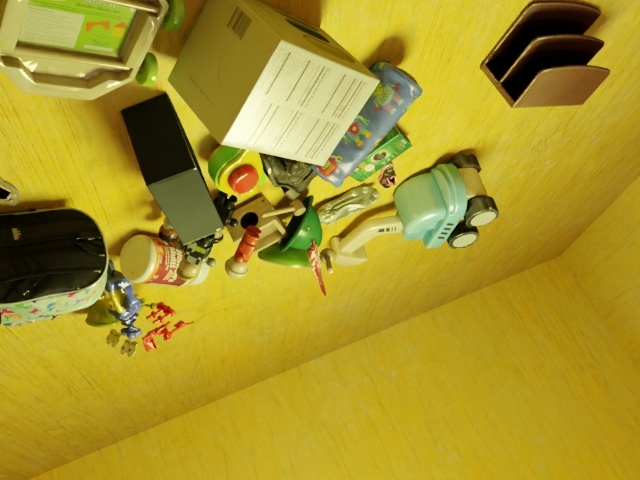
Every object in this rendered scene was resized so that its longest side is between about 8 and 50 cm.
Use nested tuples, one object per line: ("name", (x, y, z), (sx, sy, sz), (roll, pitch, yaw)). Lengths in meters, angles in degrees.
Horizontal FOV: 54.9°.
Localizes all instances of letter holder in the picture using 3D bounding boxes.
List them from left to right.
("letter holder", (0.595, -0.463, 1.539), (0.301, 0.152, 0.214), (-10, 150, -34))

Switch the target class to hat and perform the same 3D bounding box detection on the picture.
("hat", (0.000, 0.000, 1.744), (0.183, 0.173, 0.208), (29, 126, -13))

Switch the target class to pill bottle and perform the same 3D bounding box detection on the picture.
("pill bottle", (-0.398, 0.058, 1.600), (0.121, 0.121, 0.221), (-37, 155, 22))

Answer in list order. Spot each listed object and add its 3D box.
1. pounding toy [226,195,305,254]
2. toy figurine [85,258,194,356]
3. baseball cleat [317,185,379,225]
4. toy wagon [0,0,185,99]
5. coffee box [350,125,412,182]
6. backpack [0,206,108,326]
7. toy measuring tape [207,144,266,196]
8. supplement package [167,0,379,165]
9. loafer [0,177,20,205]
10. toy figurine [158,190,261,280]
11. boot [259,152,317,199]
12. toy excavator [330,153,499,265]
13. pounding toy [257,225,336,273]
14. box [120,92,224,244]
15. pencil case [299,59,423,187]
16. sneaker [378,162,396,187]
("pounding toy", (-0.147, -0.068, 1.637), (0.206, 0.094, 0.181), (-29, 158, 3))
("toy figurine", (-0.520, 0.136, 1.636), (0.191, 0.217, 0.362), (-29, -155, -33))
("baseball cleat", (0.076, -0.105, 1.859), (0.206, 0.072, 0.109), (-19, 172, -13))
("toy wagon", (-0.334, -0.343, 0.895), (0.267, 0.068, 0.344), (-4, 148, -43))
("coffee box", (0.152, -0.235, 1.678), (0.184, 0.040, 0.113), (-35, 156, 19))
("backpack", (-0.569, 0.051, 1.268), (0.253, 0.225, 0.191), (-14, 155, -23))
("toy measuring tape", (-0.198, -0.193, 1.314), (0.121, 0.121, 0.330), (-24, 148, -7))
("supplement package", (-0.080, -0.282, 1.084), (0.262, 0.199, 0.198), (3, 129, -50))
("loafer", (-0.605, -0.093, 1.161), (0.045, 0.039, 0.125), (-24, 157, -9))
("toy figurine", (-0.271, -0.008, 1.480), (0.209, 0.213, 0.148), (-5, 135, -43))
("boot", (-0.026, -0.216, 1.494), (0.229, 0.091, 0.263), (-36, 160, 7))
("toy excavator", (0.281, -0.074, 2.006), (0.445, 0.222, 0.433), (-5, 152, -15))
("pounding toy", (-0.067, 0.014, 1.864), (0.236, 0.110, 0.183), (9, -171, 2))
("box", (-0.289, -0.133, 1.235), (0.103, 0.184, 0.261), (-24, 156, -8))
("pencil case", (0.084, -0.262, 1.374), (0.306, 0.133, 0.119), (-48, 180, 9))
("sneaker", (0.204, -0.179, 1.832), (0.047, 0.057, 0.119), (-26, 158, -7))
